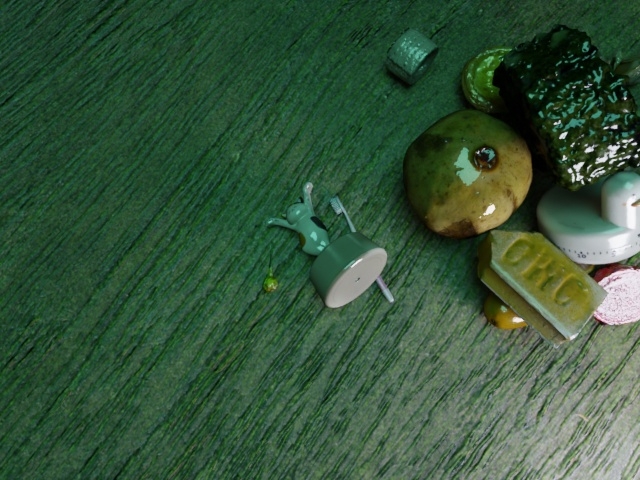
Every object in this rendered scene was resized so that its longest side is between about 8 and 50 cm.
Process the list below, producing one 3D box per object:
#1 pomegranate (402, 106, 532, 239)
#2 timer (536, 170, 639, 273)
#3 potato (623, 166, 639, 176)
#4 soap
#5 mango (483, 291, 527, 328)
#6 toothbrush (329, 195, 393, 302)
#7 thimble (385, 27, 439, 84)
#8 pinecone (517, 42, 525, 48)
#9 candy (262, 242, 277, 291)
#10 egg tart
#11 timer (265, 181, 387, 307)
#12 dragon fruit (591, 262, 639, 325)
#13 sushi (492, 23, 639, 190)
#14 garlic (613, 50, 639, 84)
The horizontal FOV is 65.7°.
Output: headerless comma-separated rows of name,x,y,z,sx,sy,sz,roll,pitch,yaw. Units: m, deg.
pomegranate,0.310,-0.139,1.081,0.281,0.281,0.281,0,76,1
timer,0.589,-0.067,1.063,0.233,0.240,0.233,-16,34,11
potato,0.831,-0.145,1.165,0.189,0.211,0.264,8,114,-34
soap,0.447,0.077,1.043,0.160,0.080,0.257,-39,76,-26
mango,0.448,0.136,1.105,0.184,0.085,0.102,-21,75,-15
toothbrush,0.095,0.019,1.168,0.025,0.020,0.286,-29,77,3
thimble,0.227,-0.461,1.239,0.090,0.102,0.115,42,73,10
pinecone,0.485,-0.425,1.169,0.077,0.077,0.083,18,47,5
candy,-0.117,0.062,1.159,0.035,0.035,0.123,4,67,-9
egg tart,0.439,-0.393,1.234,0.191,0.074,0.191,0,77,1
timer,0.000,0.000,1.123,0.175,0.175,0.266,-39,64,-8
dragon fruit,0.656,0.105,1.112,0.153,0.111,0.153,3,116,6
sushi,0.491,-0.277,1.015,0.178,0.352,0.294,-28,110,16
garlic,0.788,-0.432,1.239,0.074,0.094,0.113,46,71,-30
